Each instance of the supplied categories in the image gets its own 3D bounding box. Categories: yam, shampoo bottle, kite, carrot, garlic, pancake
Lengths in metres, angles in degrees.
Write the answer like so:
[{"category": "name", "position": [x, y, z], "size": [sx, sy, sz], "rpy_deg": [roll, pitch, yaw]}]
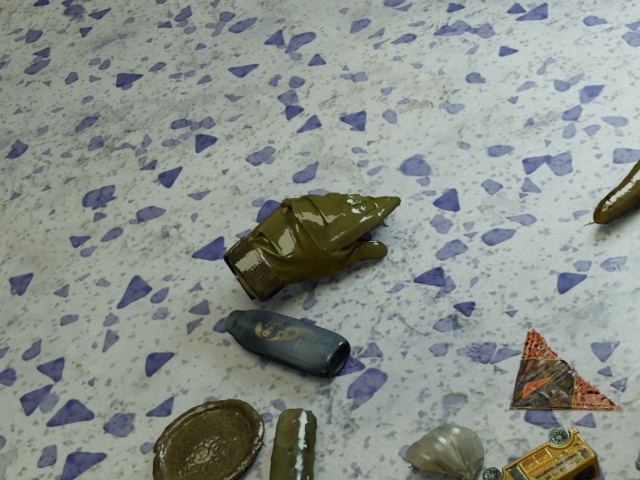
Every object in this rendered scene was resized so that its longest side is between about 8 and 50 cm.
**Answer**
[{"category": "yam", "position": [-0.048, 0.376, 1.552], "size": [0.071, 0.067, 0.317], "rpy_deg": [-16, 41, 20]}, {"category": "shampoo bottle", "position": [-0.061, 0.166, 1.799], "size": [0.233, 0.049, 0.087], "rpy_deg": [16, 51, 36]}, {"category": "kite", "position": [0.332, 0.219, 1.608], "size": [0.125, 0.008, 0.222], "rpy_deg": [-33, 42, -10]}, {"category": "carrot", "position": [0.545, -0.105, 1.823], "size": [0.298, 0.078, 0.078], "rpy_deg": [-41, 44, -16]}, {"category": "garlic", "position": [0.180, 0.301, 1.533], "size": [0.113, 0.074, 0.094], "rpy_deg": [-21, 28, -23]}, {"category": "pancake", "position": [-0.180, 0.327, 1.699], "size": [0.199, 0.021, 0.199], "rpy_deg": [-13, 40, 11]}]

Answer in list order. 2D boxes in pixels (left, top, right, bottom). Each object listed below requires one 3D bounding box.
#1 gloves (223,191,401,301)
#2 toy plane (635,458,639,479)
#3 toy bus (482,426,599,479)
[{"category": "gloves", "position": [-0.006, -0.010, 1.897], "size": [0.331, 0.141, 0.154], "rpy_deg": [-29, 40, -9]}, {"category": "toy plane", "position": [0.475, 0.310, 1.369], "size": [0.256, 0.104, 0.242], "rpy_deg": [-25, 47, -2]}, {"category": "toy bus", "position": [0.295, 0.325, 1.459], "size": [0.162, 0.070, 0.074], "rpy_deg": [-28, 43, -9]}]
